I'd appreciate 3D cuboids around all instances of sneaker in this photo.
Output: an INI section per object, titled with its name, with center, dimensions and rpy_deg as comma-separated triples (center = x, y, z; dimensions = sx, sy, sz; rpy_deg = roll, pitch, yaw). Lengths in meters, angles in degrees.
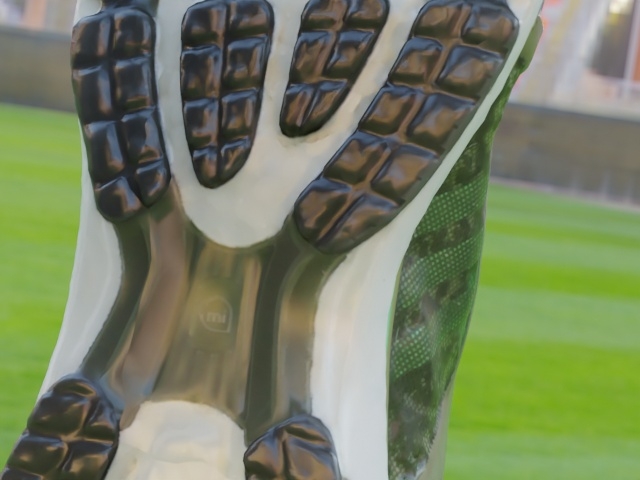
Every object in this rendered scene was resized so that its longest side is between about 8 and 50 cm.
[sneaker]
center = 0.000, 0.000, 0.693
dimensions = 0.158, 0.410, 0.182
rpy_deg = 16, -2, 19
